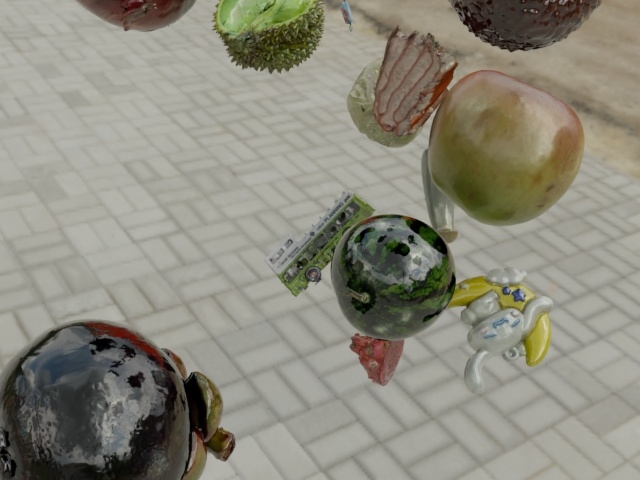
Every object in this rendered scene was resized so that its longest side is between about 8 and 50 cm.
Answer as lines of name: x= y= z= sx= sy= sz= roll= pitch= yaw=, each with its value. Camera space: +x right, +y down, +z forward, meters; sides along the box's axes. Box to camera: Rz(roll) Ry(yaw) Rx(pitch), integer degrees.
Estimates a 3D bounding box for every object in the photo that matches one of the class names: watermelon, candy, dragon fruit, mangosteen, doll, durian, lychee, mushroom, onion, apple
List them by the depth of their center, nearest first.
lychee: x=0.296 y=-0.404 z=1.117 sx=0.261 sy=0.260 sz=0.260 roll=6 pitch=32 yaw=-3
mangosteen: x=-0.356 y=0.319 z=1.349 sx=0.435 sy=0.382 sz=0.382 roll=-6 pitch=33 yaw=-38
watermelon: x=0.151 y=0.077 z=1.584 sx=0.269 sy=0.268 sz=0.269 roll=6 pitch=32 yaw=-3
onion: x=-0.403 y=-0.606 z=1.607 sx=0.354 sy=0.353 sz=0.353 roll=6 pitch=32 yaw=-3
doll: x=0.377 y=0.175 z=1.626 sx=0.252 sy=0.111 sz=0.237 roll=-21 pitch=67 yaw=-11
durian: x=-0.103 y=-0.456 z=1.629 sx=0.237 sy=0.176 sz=0.200 roll=-6 pitch=51 yaw=6
apple: x=0.397 y=-0.193 z=1.686 sx=0.339 sy=0.304 sz=0.338 roll=25 pitch=12 yaw=-5
candy: x=0.062 y=-0.532 z=1.798 sx=0.020 sy=0.083 sz=0.030 roll=-12 pitch=16 yaw=18
dragon fruit: x=0.129 y=0.258 z=1.818 sx=0.111 sy=0.153 sz=0.153 roll=22 pitch=35 yaw=21
mushroom: x=0.318 y=-0.128 z=1.995 sx=0.103 sy=0.270 sz=0.118 roll=-5 pitch=6 yaw=-2

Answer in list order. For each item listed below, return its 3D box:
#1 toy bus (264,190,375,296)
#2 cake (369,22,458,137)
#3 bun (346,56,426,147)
toy bus: x=0.000 y=0.000 z=1.969 sx=0.139 sy=0.301 sz=0.113 roll=44 pitch=-3 yaw=0
cake: x=0.148 y=-0.252 z=1.227 sx=0.135 sy=0.287 sz=0.098 roll=-44 pitch=77 yaw=-5
bun: x=0.172 y=-0.353 z=1.977 sx=0.210 sy=0.237 sz=0.116 roll=-14 pitch=5 yaw=19
